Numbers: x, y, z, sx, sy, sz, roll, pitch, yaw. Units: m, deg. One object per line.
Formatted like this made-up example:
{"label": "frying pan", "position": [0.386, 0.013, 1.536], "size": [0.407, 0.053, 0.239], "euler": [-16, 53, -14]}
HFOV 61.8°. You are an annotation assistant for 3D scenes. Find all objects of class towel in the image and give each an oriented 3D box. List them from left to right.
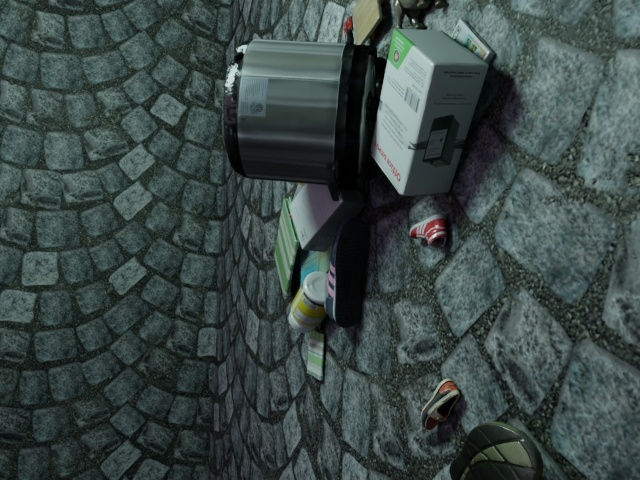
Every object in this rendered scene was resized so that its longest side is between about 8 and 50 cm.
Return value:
{"label": "towel", "position": [-0.124, 0.032, 2.015], "size": [0.248, 0.038, 0.325], "euler": [-106, 22, -43]}
{"label": "towel", "position": [-0.011, 0.381, 1.793], "size": [0.113, 0.023, 0.152], "euler": [-179, 94, -65]}
{"label": "towel", "position": [0.000, 0.000, 1.780], "size": [0.370, 0.040, 0.272], "euler": [139, 129, -60]}

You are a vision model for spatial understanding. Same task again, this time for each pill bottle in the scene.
{"label": "pill bottle", "position": [-0.027, 0.204, 1.719], "size": [0.208, 0.119, 0.119], "euler": [118, 146, -46]}

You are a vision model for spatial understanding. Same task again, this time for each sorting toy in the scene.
{"label": "sorting toy", "position": [0.140, -0.624, 1.497], "size": [0.274, 0.046, 0.132], "euler": [141, 128, -60]}

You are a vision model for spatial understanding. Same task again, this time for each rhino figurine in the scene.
{"label": "rhino figurine", "position": [0.243, -0.575, 1.212], "size": [0.243, 0.073, 0.106], "euler": [149, 118, -62]}

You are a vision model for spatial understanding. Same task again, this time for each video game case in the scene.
{"label": "video game case", "position": [0.294, -0.363, 1.137], "size": [0.157, 0.019, 0.143], "euler": [115, 148, -41]}

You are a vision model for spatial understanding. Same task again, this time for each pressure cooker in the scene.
{"label": "pressure cooker", "position": [-0.010, -0.320, 1.389], "size": [0.376, 0.420, 0.370], "euler": [-78, -10, -48]}

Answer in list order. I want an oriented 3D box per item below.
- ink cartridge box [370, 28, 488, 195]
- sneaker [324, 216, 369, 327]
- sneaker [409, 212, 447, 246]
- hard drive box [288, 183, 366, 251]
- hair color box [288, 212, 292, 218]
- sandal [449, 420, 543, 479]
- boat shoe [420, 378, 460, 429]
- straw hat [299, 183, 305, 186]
{"label": "ink cartridge box", "position": [0.215, -0.270, 1.135], "size": [0.211, 0.121, 0.289], "euler": [-113, 25, -48]}
{"label": "sneaker", "position": [0.057, 0.082, 1.538], "size": [0.131, 0.112, 0.319], "euler": [-155, 70, -63]}
{"label": "sneaker", "position": [0.240, -0.009, 1.195], "size": [0.118, 0.042, 0.067], "euler": [140, 132, -58]}
{"label": "hard drive box", "position": [0.014, -0.106, 1.614], "size": [0.232, 0.089, 0.181], "euler": [-50, 46, 38]}
{"label": "hair color box", "position": [-0.051, -0.127, 1.850], "size": [0.141, 0.043, 0.072], "euler": [-43, 14, 49]}
{"label": "sandal", "position": [0.310, 0.395, 0.945], "size": [0.303, 0.086, 0.120], "euler": [100, 156, -56]}
{"label": "boat shoe", "position": [0.253, 0.354, 1.125], "size": [0.043, 0.049, 0.137], "euler": [57, 134, 51]}
{"label": "straw hat", "position": [-0.031, -0.234, 1.841], "size": [0.061, 0.144, 0.144], "euler": [-54, 12, -23]}
